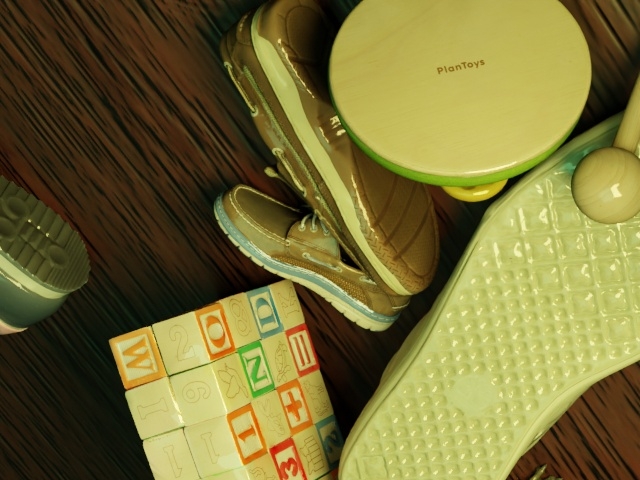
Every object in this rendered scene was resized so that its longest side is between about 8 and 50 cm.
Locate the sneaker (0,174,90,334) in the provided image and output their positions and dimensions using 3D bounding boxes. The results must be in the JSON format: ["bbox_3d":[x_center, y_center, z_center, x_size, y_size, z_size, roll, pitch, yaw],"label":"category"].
[{"bbox_3d":[-0.364,-0.033,1.333,0.319,0.112,0.131,44,125,-7],"label":"sneaker"}]

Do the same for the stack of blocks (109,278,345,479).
[{"bbox_3d":[-0.051,0.195,1.243,0.087,0.171,0.297,-19,89,27],"label":"stack of blocks"}]

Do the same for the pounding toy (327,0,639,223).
[{"bbox_3d":[0.125,-0.090,1.069,0.237,0.183,0.110,13,152,11],"label":"pounding toy"}]

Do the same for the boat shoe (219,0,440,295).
[{"bbox_3d":[0.005,-0.069,1.171,0.095,0.095,0.257,-14,108,42],"label":"boat shoe"}]

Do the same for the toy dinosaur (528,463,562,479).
[{"bbox_3d":[0.152,0.260,1.303,0.268,0.118,0.064,-9,117,30],"label":"toy dinosaur"}]

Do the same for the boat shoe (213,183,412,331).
[{"bbox_3d":[0.000,0.000,1.233,0.183,0.066,0.066,31,125,-12],"label":"boat shoe"}]

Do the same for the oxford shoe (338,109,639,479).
[{"bbox_3d":[0.171,0.057,1.162,0.169,0.130,0.449,39,114,3],"label":"oxford shoe"}]
